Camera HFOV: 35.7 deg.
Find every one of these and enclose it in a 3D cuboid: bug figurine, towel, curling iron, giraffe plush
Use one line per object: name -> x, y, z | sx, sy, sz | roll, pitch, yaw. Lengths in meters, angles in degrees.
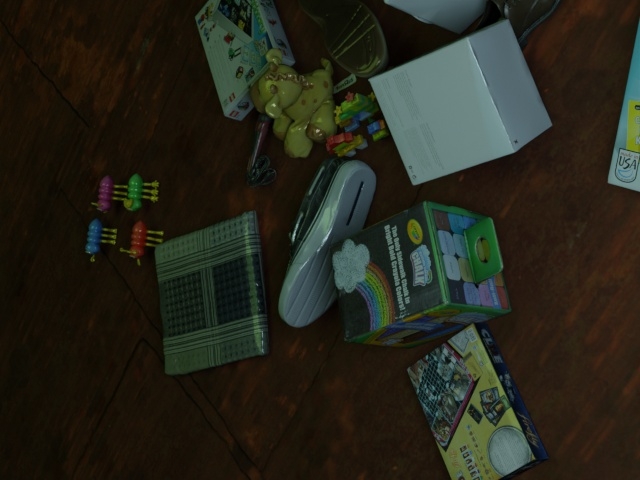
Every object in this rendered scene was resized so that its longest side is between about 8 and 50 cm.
bug figurine -> -0.484, -0.052, 2.385 | 0.279, 0.072, 0.216 | 2, 85, 45
towel -> -0.233, 0.119, 2.138 | 0.324, 0.056, 0.312 | -16, 75, 40
curling iron -> -0.105, -0.241, 2.073 | 0.068, 0.035, 0.273 | 9, 85, 24
giraffe plush -> -0.059, -0.276, 1.933 | 0.210, 0.171, 0.181 | -46, 55, 30

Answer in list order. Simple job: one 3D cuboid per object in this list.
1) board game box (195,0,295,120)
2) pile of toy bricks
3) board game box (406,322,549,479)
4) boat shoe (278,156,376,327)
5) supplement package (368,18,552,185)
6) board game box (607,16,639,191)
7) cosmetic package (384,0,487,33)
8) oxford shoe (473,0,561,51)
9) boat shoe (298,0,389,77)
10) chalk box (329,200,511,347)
board game box -> -0.168, -0.432, 2.129 | 0.193, 0.053, 0.305 | -42, 51, 32
pile of toy bricks -> 0.080, -0.246, 1.838 | 0.212, 0.105, 0.118 | -30, 64, 37
board game box -> 0.252, 0.280, 1.633 | 0.165, 0.042, 0.243 | -40, 58, 33
boat shoe -> 0.000, 0.000, 1.889 | 0.119, 0.121, 0.335 | 26, 91, 51
supplement package -> 0.227, -0.223, 1.615 | 0.203, 0.149, 0.194 | -17, 101, 42
board game box -> 0.546, -0.212, 1.346 | 0.254, 0.079, 0.335 | 22, 112, 44
cosmetic package -> 0.271, -0.534, 1.623 | 0.385, 0.217, 0.156 | -38, 59, 32
oxford shoe -> 0.328, -0.393, 1.626 | 0.083, 0.096, 0.227 | 49, 115, 39
boat shoe -> 0.058, -0.395, 1.878 | 0.109, 0.098, 0.302 | -45, 47, 13
chalk box -> 0.186, 0.053, 1.640 | 0.289, 0.179, 0.180 | -24, 67, 39
